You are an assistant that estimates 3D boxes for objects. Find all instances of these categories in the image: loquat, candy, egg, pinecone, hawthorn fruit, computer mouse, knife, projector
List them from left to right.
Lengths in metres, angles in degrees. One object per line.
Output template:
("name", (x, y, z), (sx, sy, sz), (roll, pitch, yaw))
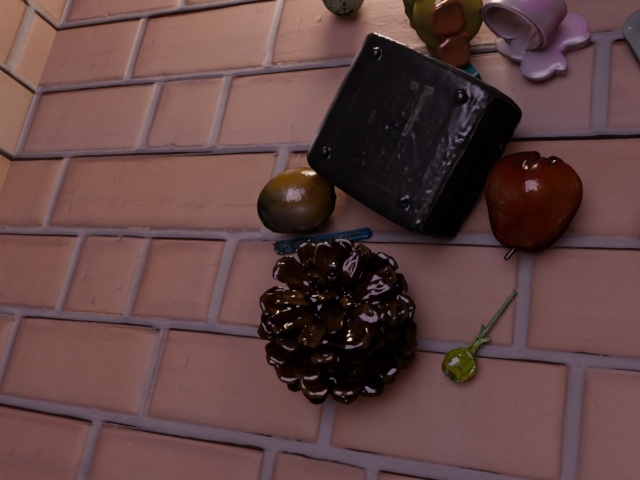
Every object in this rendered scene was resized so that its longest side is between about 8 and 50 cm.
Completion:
("loquat", (-0.068, -0.107, 2.037), (0.228, 0.179, 0.179), (-13, 63, 17))
("knife", (-0.001, -0.001, 2.043), (0.297, 0.026, 0.044), (-11, 52, 22))
("pinecone", (0.029, 0.171, 1.773), (0.398, 0.398, 0.397), (-10, 64, 22))
("egg", (0.065, -0.759, 2.279), (0.132, 0.132, 0.172), (-32, 46, 10))
("projector", (0.224, -0.258, 1.862), (0.405, 0.242, 0.395), (36, 104, 32))
("candy", (0.379, 0.220, 1.747), (0.077, 0.073, 0.262), (37, 80, 15))
("hawthorn fruit", (0.482, -0.077, 1.742), (0.224, 0.224, 0.260), (22, 103, 32))
("computer mouse", (0.826, -0.477, 1.820), (0.128, 0.079, 0.230), (-30, 62, 14))

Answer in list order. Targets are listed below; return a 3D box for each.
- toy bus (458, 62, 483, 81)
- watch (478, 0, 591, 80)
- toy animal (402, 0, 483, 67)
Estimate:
("toy bus", (0.351, -0.404, 2.007), (0.160, 0.092, 0.079), (-35, 56, 8))
("watch", (0.534, -0.554, 1.908), (0.248, 0.217, 0.210), (33, 86, 34))
("toy animal", (0.337, -0.624, 2.025), (0.191, 0.216, 0.338), (-20, 37, 4))
